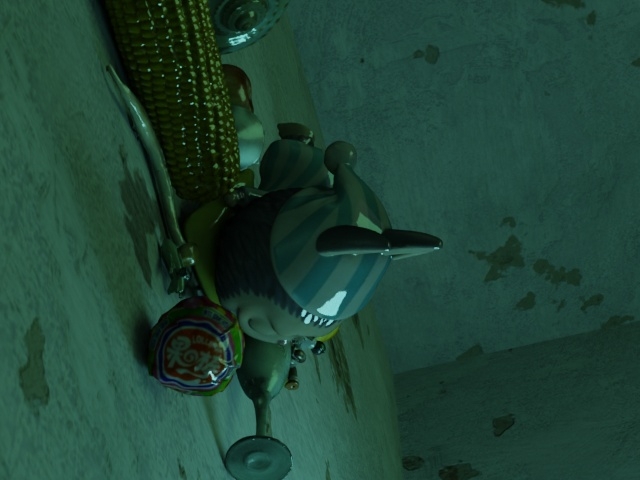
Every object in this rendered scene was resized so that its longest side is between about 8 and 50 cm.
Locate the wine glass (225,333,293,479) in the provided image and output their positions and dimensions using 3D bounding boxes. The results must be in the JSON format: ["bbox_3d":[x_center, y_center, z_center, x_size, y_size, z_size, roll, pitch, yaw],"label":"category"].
[{"bbox_3d":[-0.009,0.218,1.630,0.309,0.264,0.096,-92,169,-58],"label":"wine glass"}]

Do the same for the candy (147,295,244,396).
[{"bbox_3d":[-0.160,0.116,1.409,0.365,0.124,0.124,-131,-153,-83],"label":"candy"}]

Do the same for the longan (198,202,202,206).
[{"bbox_3d":[-0.165,-0.039,1.699,0.083,0.075,0.075,-63,142,-52],"label":"longan"}]

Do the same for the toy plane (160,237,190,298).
[{"bbox_3d":[-0.197,0.036,1.436,0.080,0.033,0.083,95,-16,-77],"label":"toy plane"}]

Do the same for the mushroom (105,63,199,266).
[{"bbox_3d":[-0.229,-0.104,1.456,0.068,0.043,0.306,32,-37,64],"label":"mushroom"}]

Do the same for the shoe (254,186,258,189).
[{"bbox_3d":[-0.122,-0.050,1.933,0.275,0.098,0.103,43,31,-75],"label":"shoe"}]

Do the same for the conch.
[{"bbox_3d":[-0.149,-0.487,1.923,0.303,0.215,0.319,97,0,-59],"label":"conch"}]

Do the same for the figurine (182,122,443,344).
[{"bbox_3d":[0.032,-0.004,1.607,0.361,0.377,0.266,-62,142,-32],"label":"figurine"}]

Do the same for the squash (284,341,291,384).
[{"bbox_3d":[-0.095,0.127,1.866,0.082,0.082,0.292,66,13,-56],"label":"squash"}]

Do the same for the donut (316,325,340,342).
[{"bbox_3d":[-0.030,0.143,2.152,0.058,0.152,0.152,-22,99,-61],"label":"donut"}]

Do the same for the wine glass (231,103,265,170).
[{"bbox_3d":[-0.165,-0.160,1.739,0.183,0.122,0.122,-52,129,-76],"label":"wine glass"}]

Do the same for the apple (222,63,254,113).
[{"bbox_3d":[-0.173,-0.251,1.878,0.126,0.102,0.126,-8,90,-85],"label":"apple"}]

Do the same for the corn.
[{"bbox_3d":[-0.205,-0.243,1.488,0.144,0.144,0.387,-90,169,-61],"label":"corn"}]

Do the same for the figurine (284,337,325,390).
[{"bbox_3d":[-0.051,0.192,2.040,0.147,0.093,0.197,33,31,-28],"label":"figurine"}]
